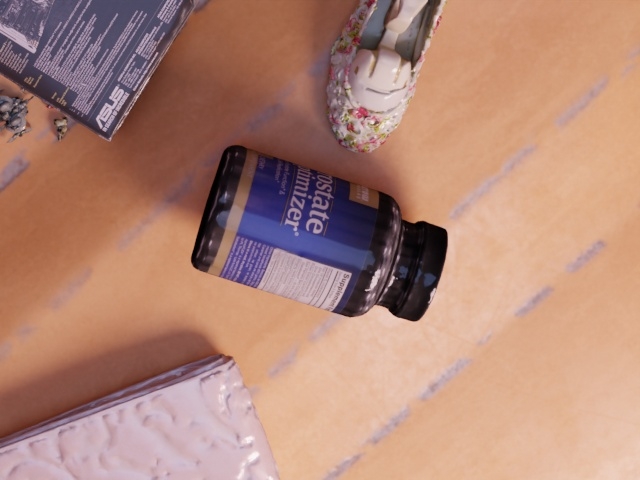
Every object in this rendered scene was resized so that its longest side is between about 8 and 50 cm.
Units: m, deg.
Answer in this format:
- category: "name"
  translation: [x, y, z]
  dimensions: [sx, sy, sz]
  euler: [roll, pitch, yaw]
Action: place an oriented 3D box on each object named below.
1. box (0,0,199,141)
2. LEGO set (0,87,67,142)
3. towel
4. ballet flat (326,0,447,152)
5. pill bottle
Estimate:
- category: "box"
  translation: [-0.208, -0.280, 1.194]
  dimensions: [0.242, 0.076, 0.307]
  euler: [32, 98, -9]
- category: "LEGO set"
  translation: [-0.276, -0.117, 1.252]
  dimensions: [0.083, 0.023, 0.054]
  euler: [-2, 102, -3]
- category: "towel"
  translation: [-0.177, 0.312, 1.338]
  dimensions: [0.317, 0.053, 0.331]
  euler: [-20, 102, 1]
- category: "ballet flat"
  translation: [0.065, -0.192, 1.232]
  dimensions: [0.091, 0.077, 0.241]
  euler: [16, 101, -8]
- category: "pill bottle"
  translation: [0.000, 0.000, 1.246]
  dimensions: [0.219, 0.123, 0.122]
  euler: [17, 101, -8]
